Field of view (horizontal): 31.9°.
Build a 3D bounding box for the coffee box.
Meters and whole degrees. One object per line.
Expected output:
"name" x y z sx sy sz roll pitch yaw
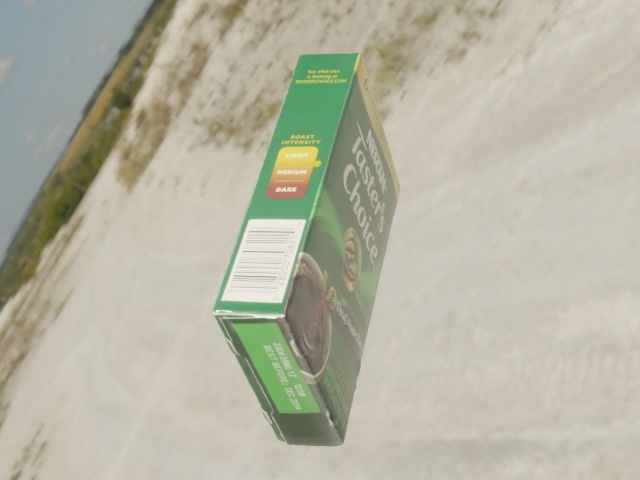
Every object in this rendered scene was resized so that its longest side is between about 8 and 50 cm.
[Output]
"coffee box" 0.000 0.000 0.590 0.113 0.040 0.184 70 -153 -44
